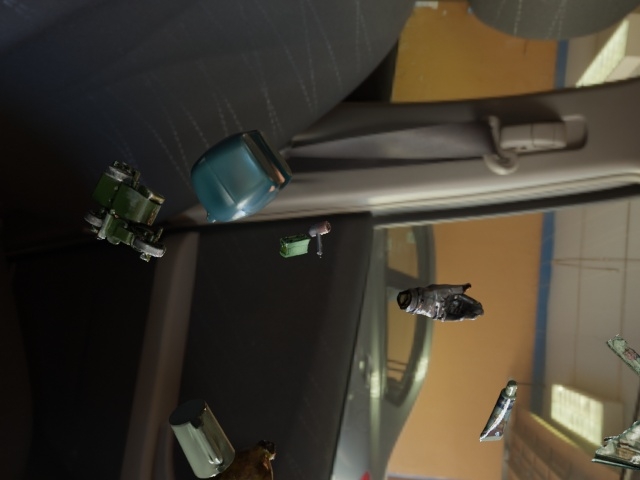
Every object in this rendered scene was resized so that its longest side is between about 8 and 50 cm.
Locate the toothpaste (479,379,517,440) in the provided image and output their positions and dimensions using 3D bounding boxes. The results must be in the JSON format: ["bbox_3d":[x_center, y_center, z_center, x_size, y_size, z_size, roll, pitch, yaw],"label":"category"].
[{"bbox_3d":[0.440,0.419,1.609,0.037,0.061,0.216,-99,-166,-53],"label":"toothpaste"}]

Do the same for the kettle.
[{"bbox_3d":[-0.259,0.432,1.427,0.127,0.098,0.148,-92,162,-68],"label":"kettle"}]

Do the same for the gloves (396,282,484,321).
[{"bbox_3d":[0.386,0.191,2.105,0.119,0.285,0.142,-113,-144,-75],"label":"gloves"}]

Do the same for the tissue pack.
[{"bbox_3d":[-0.208,-0.159,1.674,0.198,0.206,0.287,56,12,-7],"label":"tissue pack"}]

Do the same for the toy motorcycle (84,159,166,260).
[{"bbox_3d":[-0.479,-0.074,1.683,0.205,0.275,0.127,-64,162,1],"label":"toy motorcycle"}]

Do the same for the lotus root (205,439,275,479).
[{"bbox_3d":[-0.191,0.571,1.522,0.260,0.145,0.128,-53,138,-20],"label":"lotus root"}]

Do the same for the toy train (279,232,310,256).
[{"bbox_3d":[-0.074,0.014,1.889,0.038,0.093,0.056,34,-54,45],"label":"toy train"}]

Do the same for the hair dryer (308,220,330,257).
[{"bbox_3d":[0.000,0.000,2.060,0.037,0.063,0.114,26,55,-54],"label":"hair dryer"}]

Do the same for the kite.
[{"bbox_3d":[0.647,0.300,1.150,0.406,0.368,0.014,-49,169,28],"label":"kite"}]
